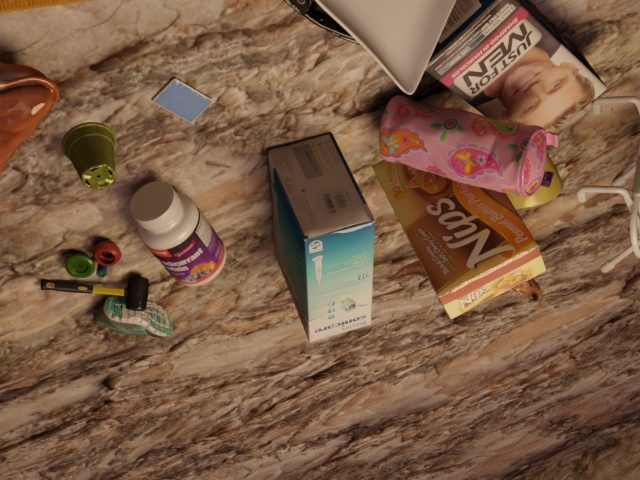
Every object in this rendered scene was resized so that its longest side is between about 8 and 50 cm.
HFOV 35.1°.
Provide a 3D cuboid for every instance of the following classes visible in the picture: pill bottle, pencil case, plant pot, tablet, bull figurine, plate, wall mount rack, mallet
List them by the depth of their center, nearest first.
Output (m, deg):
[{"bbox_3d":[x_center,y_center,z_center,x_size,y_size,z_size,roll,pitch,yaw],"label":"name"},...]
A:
[{"bbox_3d":[0.100,-0.384,1.388,0.277,0.045,0.278,35,75,-49],"label":"plate"},{"bbox_3d":[-0.498,-0.141,1.411,0.188,0.101,0.310,22,124,-41],"label":"bull figurine"},{"bbox_3d":[-0.344,-0.121,1.535,0.083,0.079,0.083,-14,142,-11],"label":"plant pot"},{"bbox_3d":[-0.211,-0.215,1.554,0.054,0.006,0.083,-41,139,21],"label":"tablet"},{"bbox_3d":[0.236,-0.156,1.651,0.124,0.284,0.124,-34,132,-48],"label":"pencil case"},{"bbox_3d":[-0.241,-0.013,1.697,0.108,0.108,0.193,-26,143,3],"label":"pill bottle"},{"bbox_3d":[-0.396,0.097,1.786,0.189,0.062,0.039,-1,175,-24],"label":"mallet"},{"bbox_3d":[0.378,-0.133,1.887,0.134,0.134,0.095,-19,117,-7],"label":"plant pot"},{"bbox_3d":[0.580,-0.103,1.928,0.130,0.350,0.304,1,150,30],"label":"wall mount rack"}]

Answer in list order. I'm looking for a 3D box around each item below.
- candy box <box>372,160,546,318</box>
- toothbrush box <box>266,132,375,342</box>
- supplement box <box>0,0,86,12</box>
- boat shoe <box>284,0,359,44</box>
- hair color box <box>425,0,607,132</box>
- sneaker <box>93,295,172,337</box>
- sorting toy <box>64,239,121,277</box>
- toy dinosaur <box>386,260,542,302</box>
[{"bbox_3d":[0.234,-0.041,1.747,0.183,0.316,0.087,-28,142,6],"label":"candy box"},{"bbox_3d":[0.000,0.000,1.754,0.126,0.216,0.295,-15,141,-12],"label":"toothbrush box"},{"bbox_3d":[-0.362,-0.342,1.263,0.233,0.078,0.080,-14,142,-14],"label":"supplement box"},{"bbox_3d":[0.009,-0.361,1.407,0.127,0.113,0.340,-37,141,15],"label":"boat shoe"},{"bbox_3d":[0.308,-0.295,1.657,0.174,0.105,0.347,-41,140,22],"label":"hair color box"},{"bbox_3d":[-0.351,0.148,1.885,0.076,0.065,0.166,-27,143,32],"label":"sneaker"},{"bbox_3d":[-0.385,0.029,1.734,0.102,0.042,0.061,-18,128,12],"label":"sorting toy"},{"bbox_3d":[0.289,0.052,1.985,0.295,0.200,0.127,-12,141,-14],"label":"toy dinosaur"}]
